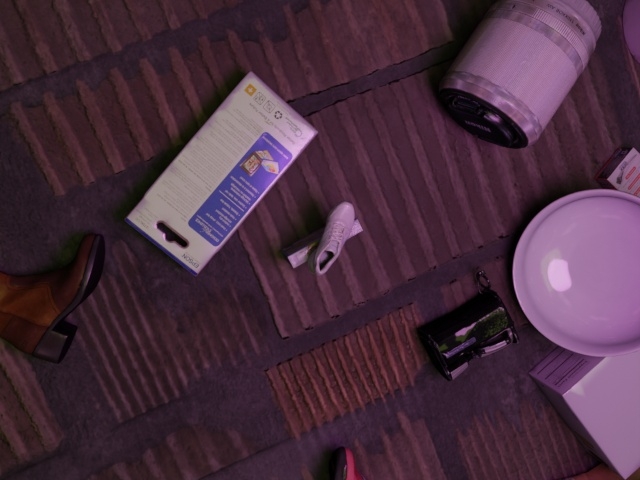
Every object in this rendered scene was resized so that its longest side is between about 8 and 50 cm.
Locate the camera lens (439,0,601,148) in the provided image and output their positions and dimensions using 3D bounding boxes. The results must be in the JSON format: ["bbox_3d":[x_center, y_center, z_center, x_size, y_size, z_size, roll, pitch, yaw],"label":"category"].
[{"bbox_3d":[0.382,-0.335,1.245,0.219,0.219,0.274,34,89,-13],"label":"camera lens"}]

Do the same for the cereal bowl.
[{"bbox_3d":[0.583,0.061,1.326,0.339,0.141,0.339,4,97,33],"label":"cereal bowl"}]

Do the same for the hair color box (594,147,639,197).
[{"bbox_3d":[0.705,-0.119,1.422,0.167,0.053,0.093,40,89,-14],"label":"hair color box"}]

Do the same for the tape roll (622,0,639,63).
[{"bbox_3d":[0.792,-0.480,1.337,0.246,0.169,0.246,-1,96,-11],"label":"tape roll"}]

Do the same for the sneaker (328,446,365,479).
[{"bbox_3d":[0.100,0.567,1.346,0.136,0.116,0.314,-12,103,-2],"label":"sneaker"}]

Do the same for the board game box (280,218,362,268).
[{"bbox_3d":[0.000,0.000,1.268,0.154,0.103,0.026,-28,102,-6],"label":"board game box"}]

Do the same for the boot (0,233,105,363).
[{"bbox_3d":[-0.568,0.063,1.188,0.280,0.096,0.264,24,99,-6],"label":"boot"}]

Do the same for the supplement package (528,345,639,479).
[{"bbox_3d":[0.638,0.346,1.418,0.204,0.145,0.262,-40,102,-5],"label":"supplement package"}]

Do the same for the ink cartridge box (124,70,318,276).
[{"bbox_3d":[-0.189,-0.128,1.235,0.175,0.069,0.371,40,85,-14],"label":"ink cartridge box"}]

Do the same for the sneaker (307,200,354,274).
[{"bbox_3d":[0.027,-0.001,1.189,0.053,0.061,0.152,24,90,-11],"label":"sneaker"}]

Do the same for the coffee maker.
[{"bbox_3d":[0.302,0.184,1.358,0.178,0.120,0.171,-27,78,-8],"label":"coffee maker"}]

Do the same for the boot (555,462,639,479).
[{"bbox_3d":[0.688,0.623,1.492,0.269,0.089,0.236,-16,100,-10],"label":"boot"}]
